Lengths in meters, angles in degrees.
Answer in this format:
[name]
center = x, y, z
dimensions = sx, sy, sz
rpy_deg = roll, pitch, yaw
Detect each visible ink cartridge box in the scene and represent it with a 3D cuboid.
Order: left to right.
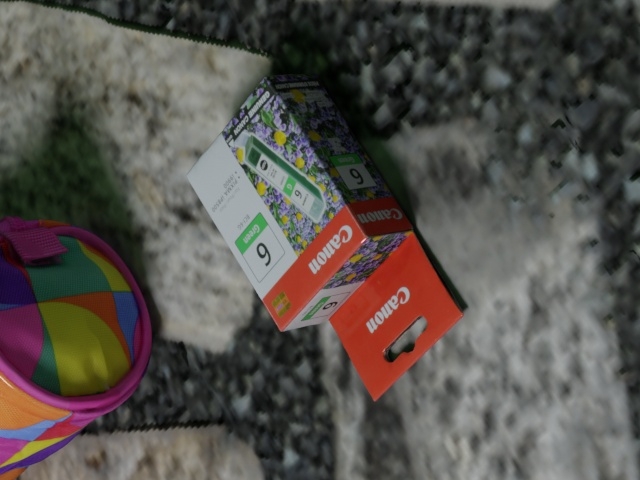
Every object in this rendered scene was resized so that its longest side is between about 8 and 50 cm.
[ink cartridge box]
center = 0.000, 0.000, 0.725
dimensions = 0.063, 0.029, 0.115
rpy_deg = -48, 64, 37

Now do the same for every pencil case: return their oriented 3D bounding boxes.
[pencil case]
center = -0.176, 0.072, 0.862
dimensions = 0.236, 0.104, 0.104
rpy_deg = -32, 74, 41
